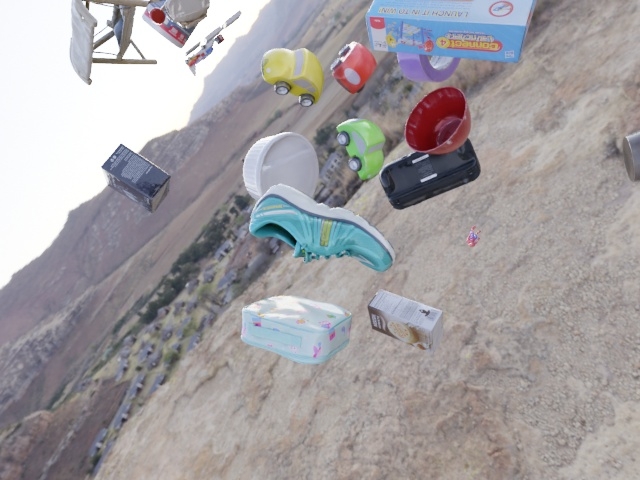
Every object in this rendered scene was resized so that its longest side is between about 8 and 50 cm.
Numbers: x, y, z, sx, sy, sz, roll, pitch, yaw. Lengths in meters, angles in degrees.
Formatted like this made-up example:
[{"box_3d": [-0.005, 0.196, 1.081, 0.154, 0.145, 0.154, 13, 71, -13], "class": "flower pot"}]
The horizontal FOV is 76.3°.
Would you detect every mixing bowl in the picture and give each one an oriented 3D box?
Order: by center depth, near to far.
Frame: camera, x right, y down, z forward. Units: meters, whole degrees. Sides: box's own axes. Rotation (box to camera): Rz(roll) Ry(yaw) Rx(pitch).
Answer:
[{"box_3d": [0.324, -0.298, 1.072, 0.181, 0.098, 0.182, -24, 56, 41], "class": "mixing bowl"}]

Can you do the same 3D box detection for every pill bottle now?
[{"box_3d": [-0.322, -0.557, 0.949, 0.180, 0.107, 0.108, -51, 22, 12], "class": "pill bottle"}]

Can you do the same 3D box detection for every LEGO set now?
[{"box_3d": [-0.297, -0.545, 1.138, 0.182, 0.060, 0.244, -40, 25, -4], "class": "LEGO set"}]

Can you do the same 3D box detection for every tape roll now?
[{"box_3d": [0.303, -0.535, 1.118, 0.080, 0.189, 0.189, 29, 81, 48], "class": "tape roll"}]

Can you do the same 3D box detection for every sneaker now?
[{"box_3d": [0.000, 0.000, 0.741, 0.107, 0.275, 0.110, 94, -159, -58], "class": "sneaker"}]

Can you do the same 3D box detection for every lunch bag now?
[{"box_3d": [-0.072, 0.237, 1.114, 0.278, 0.108, 0.224, 8, 12, 27], "class": "lunch bag"}]

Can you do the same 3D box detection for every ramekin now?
[{"box_3d": [-0.140, -0.231, 1.389, 0.127, 0.273, 0.273, 18, 70, 41], "class": "ramekin"}]

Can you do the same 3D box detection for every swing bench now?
[{"box_3d": [-0.594, -0.615, 1.158, 0.254, 0.165, 0.253, -40, 6, -37], "class": "swing bench"}]

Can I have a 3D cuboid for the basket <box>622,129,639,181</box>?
[{"box_3d": [0.929, -0.237, 1.048, 0.226, 0.154, 0.205, -12, 79, 29], "class": "basket"}]

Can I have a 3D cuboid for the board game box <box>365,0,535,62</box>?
[{"box_3d": [0.291, -0.526, 0.847, 0.307, 0.086, 0.302, 17, 71, 22], "class": "board game box"}]

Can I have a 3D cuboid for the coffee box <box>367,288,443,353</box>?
[{"box_3d": [0.303, 0.286, 1.455, 0.246, 0.141, 0.098, 16, 48, 34], "class": "coffee box"}]

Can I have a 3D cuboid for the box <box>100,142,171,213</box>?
[{"box_3d": [-0.526, -0.173, 1.173, 0.093, 0.158, 0.156, -61, 13, -20], "class": "box"}]

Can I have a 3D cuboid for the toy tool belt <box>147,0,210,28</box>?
[{"box_3d": [-0.197, -0.321, 0.567, 0.083, 0.052, 0.051, -30, 30, -10], "class": "toy tool belt"}]

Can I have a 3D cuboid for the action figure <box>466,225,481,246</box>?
[{"box_3d": [0.512, -0.011, 1.363, 0.030, 0.038, 0.115, -42, 4, 43], "class": "action figure"}]

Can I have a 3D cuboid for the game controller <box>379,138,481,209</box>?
[{"box_3d": [0.356, -0.223, 1.353, 0.318, 0.167, 0.067, -22, 2, 25], "class": "game controller"}]

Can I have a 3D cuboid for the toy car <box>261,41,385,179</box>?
[{"box_3d": [0.046, -0.205, 0.628, 0.239, 0.225, 0.053, -28, 3, -40], "class": "toy car"}]
